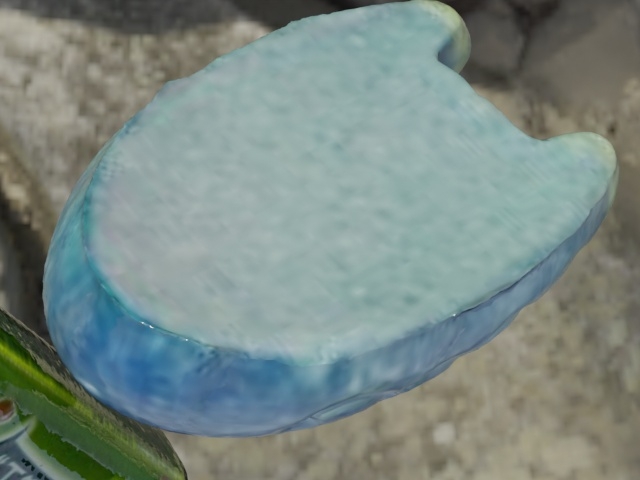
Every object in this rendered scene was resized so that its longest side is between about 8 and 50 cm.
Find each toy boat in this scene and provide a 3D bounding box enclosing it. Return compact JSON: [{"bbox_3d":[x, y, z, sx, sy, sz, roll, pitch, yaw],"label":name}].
[{"bbox_3d":[0.000,0.000,1.028,0.330,0.215,0.123,-33,158,-34],"label":"toy boat"}]

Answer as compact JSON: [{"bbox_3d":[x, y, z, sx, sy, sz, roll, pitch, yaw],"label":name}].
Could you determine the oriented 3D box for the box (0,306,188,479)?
[{"bbox_3d":[-0.191,0.095,0.984,0.134,0.097,0.345,-40,150,1],"label":"box"}]
